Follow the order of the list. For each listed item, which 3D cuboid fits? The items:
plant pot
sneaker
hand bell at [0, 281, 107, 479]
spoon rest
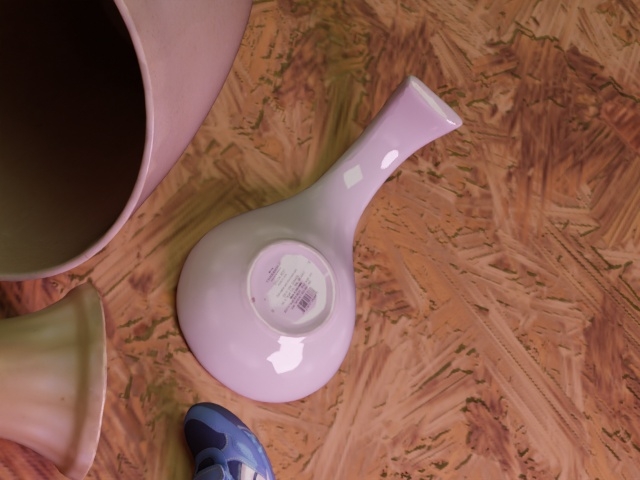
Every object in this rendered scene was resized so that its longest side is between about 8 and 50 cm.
[{"bbox_3d":[-0.160,-0.141,1.265,0.256,0.256,0.274,51,32,-2],"label":"plant pot"},{"bbox_3d":[-0.061,0.176,1.270,0.059,0.053,0.144,-17,76,-37],"label":"sneaker"},{"bbox_3d":[-0.262,0.082,1.165,0.242,0.126,0.126,4,64,-20],"label":"hand bell"},{"bbox_3d":[0.000,0.000,1.400,0.137,0.084,0.276,42,63,-8],"label":"spoon rest"}]
